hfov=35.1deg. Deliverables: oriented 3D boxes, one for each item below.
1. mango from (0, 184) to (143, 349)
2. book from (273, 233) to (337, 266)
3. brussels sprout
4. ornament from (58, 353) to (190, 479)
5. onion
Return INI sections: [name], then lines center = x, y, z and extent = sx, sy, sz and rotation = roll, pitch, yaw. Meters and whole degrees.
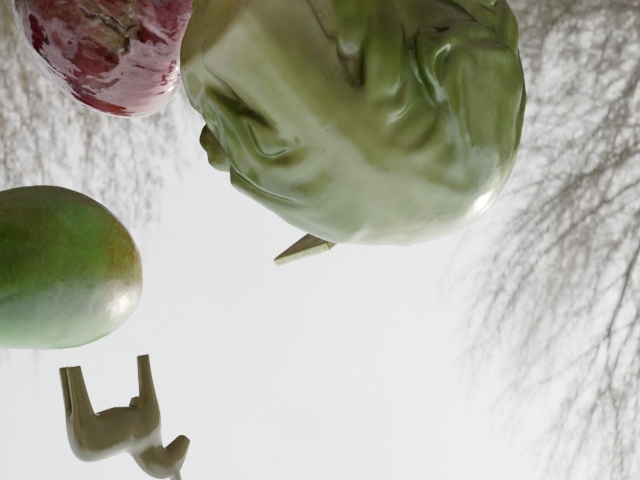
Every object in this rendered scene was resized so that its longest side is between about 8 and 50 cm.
[mango]
center = -0.396, 0.033, 1.346
extent = 0.201, 0.225, 0.381
rotation = -10, 169, 37
[book]
center = 0.000, 0.001, 1.241
extent = 0.077, 0.014, 0.111
rotation = -38, -167, -38
[brussels sprout]
center = 0.042, -0.150, 0.889
extent = 0.328, 0.247, 0.328
rotation = 28, -147, -20
[ornament]
center = -0.331, 0.323, 1.764
extent = 0.230, 0.245, 0.061
rotation = -7, 178, -43
[onion]
center = -0.276, -0.262, 1.145
extent = 0.283, 0.227, 0.120
rotation = 28, -157, 10
